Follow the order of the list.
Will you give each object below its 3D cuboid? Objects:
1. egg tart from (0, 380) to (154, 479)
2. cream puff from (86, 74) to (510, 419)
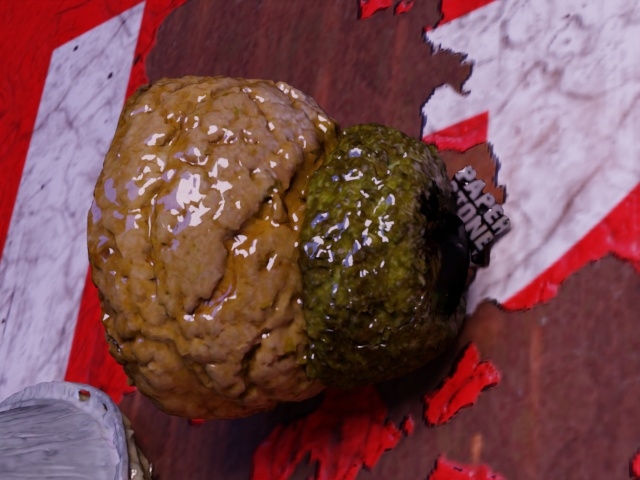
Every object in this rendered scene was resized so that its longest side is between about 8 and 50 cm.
[{"bbox_3d":[-0.194,0.174,0.906,0.234,0.094,0.234,-30,41,31],"label":"egg tart"},{"bbox_3d":[0.000,0.000,0.796,0.169,0.183,0.183,-3,57,21],"label":"cream puff"}]
